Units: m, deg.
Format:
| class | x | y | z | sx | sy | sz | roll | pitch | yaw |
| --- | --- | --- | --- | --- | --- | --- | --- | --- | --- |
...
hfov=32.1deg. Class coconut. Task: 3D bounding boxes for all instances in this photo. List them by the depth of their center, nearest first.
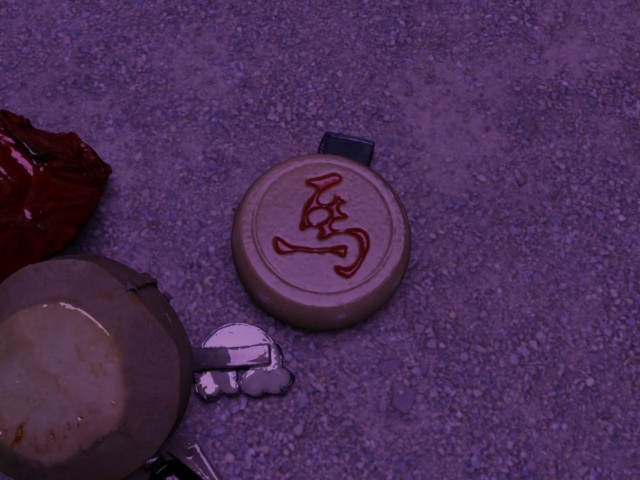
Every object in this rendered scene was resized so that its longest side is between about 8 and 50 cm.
| class | x | y | z | sx | sy | sz | roll | pitch | yaw |
| --- | --- | --- | --- | --- | --- | --- | --- | --- | --- |
| coconut | -0.312 | 0.168 | 1.447 | 0.323 | 0.323 | 0.323 | 2 | 61 | -3 |

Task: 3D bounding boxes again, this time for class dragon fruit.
| class | x | y | z | sx | sy | sz | roll | pitch | yaw |
| --- | --- | --- | --- | --- | --- | --- | --- | --- | --- |
| dragon fruit | -0.467 | -0.087 | 1.638 | 0.330 | 0.240 | 0.302 | -30 | 96 | -44 |

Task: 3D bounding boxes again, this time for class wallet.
| class | x | y | z | sx | sy | sz | roll | pitch | yaw |
| --- | --- | --- | --- | --- | --- | --- | --- | --- | --- |
| wallet | 0.032 | -0.110 | 1.765 | 0.088 | 0.026 | 0.129 | 12 | 63 | 4 |

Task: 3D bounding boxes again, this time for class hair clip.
| class | x | y | z | sx | sy | sz | roll | pitch | yaw |
| --- | --- | --- | --- | --- | --- | --- | --- | --- | --- |
| hair clip | -0.126 | 0.170 | 1.588 | 0.172 | 0.049 | 0.116 | -2 | 66 | -8 |

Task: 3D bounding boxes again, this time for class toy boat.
| class | x | y | z | sx | sy | sz | roll | pitch | yaw |
| --- | --- | --- | --- | --- | --- | --- | --- | --- | --- |
| toy boat | -0.152 | 0.375 | 1.426 | 0.141 | 0.141 | 0.269 | -31 | 53 | -19 |

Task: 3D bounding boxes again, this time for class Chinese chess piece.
| class | x | y | z | sx | sy | sz | roll | pitch | yaw |
| --- | --- | --- | --- | --- | --- | --- | --- | --- | --- |
| Chinese chess piece | 0.000 | 0.000 | 1.645 | 0.273 | 0.102 | 0.273 | 1 | 67 | -2 |
